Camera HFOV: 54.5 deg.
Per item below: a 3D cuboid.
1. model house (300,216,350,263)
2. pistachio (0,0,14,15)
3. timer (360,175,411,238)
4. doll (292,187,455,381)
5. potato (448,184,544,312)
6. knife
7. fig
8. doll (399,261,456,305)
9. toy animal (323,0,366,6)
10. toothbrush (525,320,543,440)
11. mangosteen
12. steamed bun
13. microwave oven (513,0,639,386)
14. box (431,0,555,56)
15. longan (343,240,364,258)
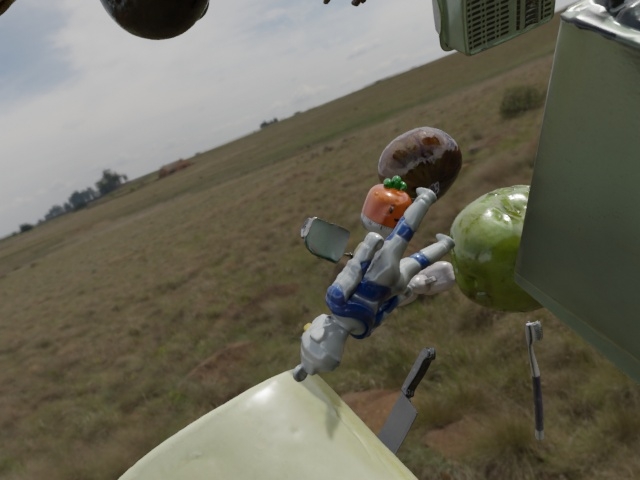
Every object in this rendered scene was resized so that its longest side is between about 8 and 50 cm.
[{"bbox_3d":[0.000,0.000,1.473,0.087,0.101,0.100,-69,16,-8],"label":"model house"},{"bbox_3d":[-0.420,-0.313,0.730,0.149,0.113,0.113,-19,9,-19],"label":"pistachio"},{"bbox_3d":[0.141,-0.072,1.269,0.099,0.136,0.136,20,-2,-18],"label":"timer"},{"bbox_3d":[0.045,0.050,0.632,0.057,0.114,0.227,30,71,38],"label":"doll"},{"bbox_3d":[0.290,0.012,0.911,0.253,0.186,0.148,5,-32,-32],"label":"potato"},{"bbox_3d":[0.143,0.297,1.064,0.019,0.245,0.072,20,12,-22],"label":"knife"},{"bbox_3d":[0.280,-0.194,1.724,0.235,0.234,0.214,-28,44,-33],"label":"fig"},{"bbox_3d":[0.209,0.082,1.224,0.161,0.059,0.160,-13,-11,-36],"label":"doll"},{"bbox_3d":[-0.004,-0.444,0.844,0.244,0.260,0.087,14,67,22],"label":"toy animal"},{"bbox_3d":[0.395,0.260,1.133,0.026,0.288,0.024,-12,29,5],"label":"toothbrush"},{"bbox_3d":[-0.383,-0.637,1.472,0.301,0.300,0.300,-21,10,4],"label":"mangosteen"},{"bbox_3d":[-0.090,0.400,0.715,0.456,0.371,0.290,-45,-31,-1],"label":"steamed bun"},{"bbox_3d":[0.387,-0.081,0.485,0.394,0.333,0.247,-34,54,-19],"label":"microwave oven"},{"bbox_3d":[0.408,-0.586,1.475,0.291,0.220,0.166,-25,46,-8],"label":"box"},{"bbox_3d":[0.083,0.032,1.141,0.083,0.075,0.075,9,14,4],"label":"longan"}]
